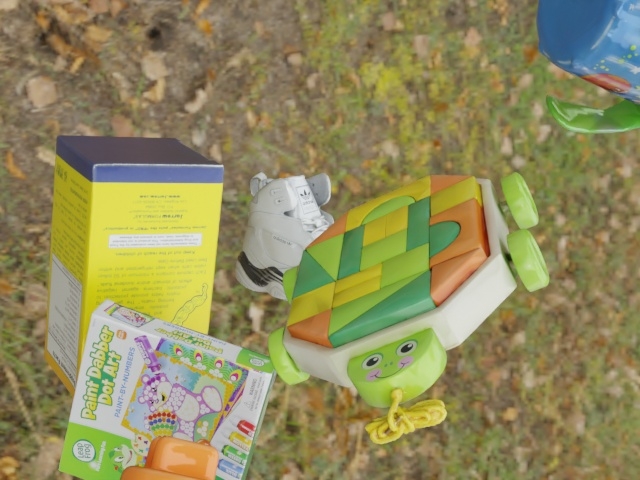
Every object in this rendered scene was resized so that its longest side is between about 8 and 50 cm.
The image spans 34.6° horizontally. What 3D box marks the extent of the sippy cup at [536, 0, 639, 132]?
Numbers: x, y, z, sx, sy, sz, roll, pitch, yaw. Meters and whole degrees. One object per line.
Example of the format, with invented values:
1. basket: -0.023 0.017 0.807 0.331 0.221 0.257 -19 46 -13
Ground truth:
1. sippy cup: 0.390 -0.266 1.228 0.224 0.240 0.305 9 101 -26

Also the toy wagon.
1. toy wagon: 0.076 0.049 0.957 0.068 0.267 0.344 59 19 -22

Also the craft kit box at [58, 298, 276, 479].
1. craft kit box: -0.203 0.231 1.357 0.061 0.247 0.250 -53 160 -68

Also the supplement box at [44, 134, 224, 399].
1. supplement box: -0.279 0.040 1.508 0.195 0.194 0.356 -1 108 -29

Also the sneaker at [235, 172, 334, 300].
1. sneaker: 0.000 0.000 1.752 0.137 0.366 0.210 -11 108 -49

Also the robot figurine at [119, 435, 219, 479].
1. robot figurine: -0.174 0.330 1.136 0.128 0.158 0.219 31 67 -52
